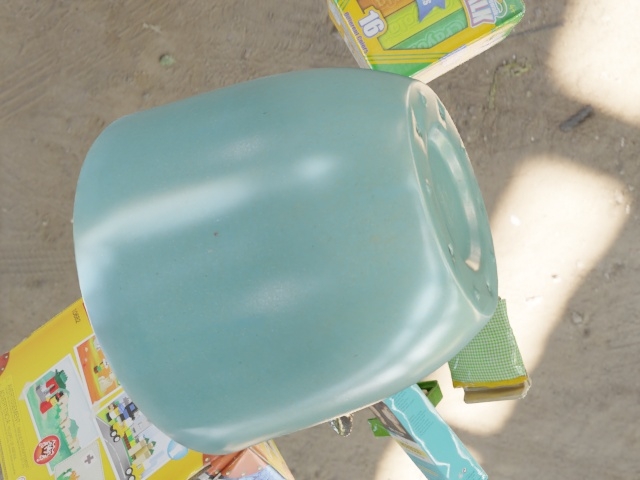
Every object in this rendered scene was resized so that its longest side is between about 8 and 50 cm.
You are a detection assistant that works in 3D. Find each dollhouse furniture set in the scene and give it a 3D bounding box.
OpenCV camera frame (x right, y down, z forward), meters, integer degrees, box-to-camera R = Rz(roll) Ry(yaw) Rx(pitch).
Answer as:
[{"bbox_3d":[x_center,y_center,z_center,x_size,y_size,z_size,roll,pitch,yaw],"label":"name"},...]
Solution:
[{"bbox_3d":[0.223,0.243,1.504,0.301,0.151,0.198,-17,98,38],"label":"dollhouse furniture set"}]

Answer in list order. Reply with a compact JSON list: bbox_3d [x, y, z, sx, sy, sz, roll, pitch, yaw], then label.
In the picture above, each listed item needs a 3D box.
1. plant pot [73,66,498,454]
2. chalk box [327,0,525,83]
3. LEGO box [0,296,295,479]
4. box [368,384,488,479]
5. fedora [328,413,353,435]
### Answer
[{"bbox_3d":[0.000,0.000,0.617,0.235,0.293,0.293,-17,125,22],"label":"plant pot"},{"bbox_3d":[0.173,-0.348,1.134,0.289,0.179,0.180,-30,90,5],"label":"chalk box"},{"bbox_3d":[-0.317,0.308,1.305,0.372,0.500,0.193,-36,134,-3],"label":"LEGO box"},{"bbox_3d":[0.159,0.307,1.259,0.244,0.060,0.100,52,160,-17],"label":"box"},{"bbox_3d":[-0.046,0.285,1.675,0.152,0.334,0.334,-21,124,6],"label":"fedora"}]
